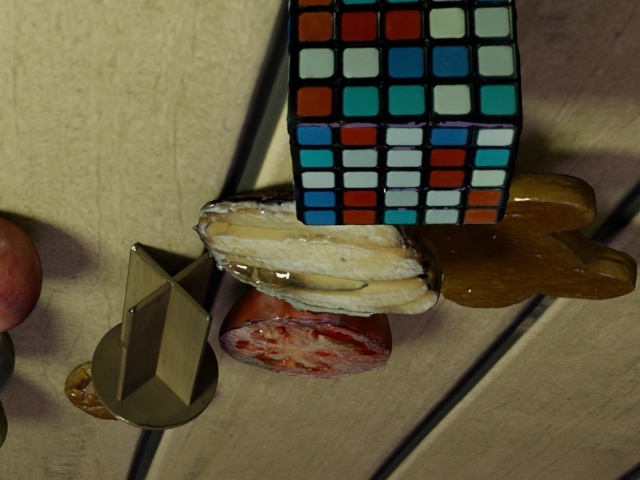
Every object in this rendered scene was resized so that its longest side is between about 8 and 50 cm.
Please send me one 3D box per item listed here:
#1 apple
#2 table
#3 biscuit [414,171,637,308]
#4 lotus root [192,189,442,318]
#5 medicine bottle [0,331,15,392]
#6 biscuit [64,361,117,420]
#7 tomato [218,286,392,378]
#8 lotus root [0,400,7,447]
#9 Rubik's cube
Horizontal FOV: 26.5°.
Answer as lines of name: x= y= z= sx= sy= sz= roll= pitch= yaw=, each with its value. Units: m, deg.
apple: x=-0.392 y=0.034 z=1.544 sx=0.153 sy=0.120 sz=0.153 roll=5 pitch=152 yaw=3
table: x=-0.195 y=0.109 z=1.678 sx=0.167 sy=0.167 sz=0.226 roll=5 pitch=145 yaw=-10
biscuit: x=0.172 y=-0.034 z=1.455 sx=0.283 sy=0.064 sz=0.432 roll=-5 pitch=153 yaw=34
lotus root: x=0.000 y=0.000 z=1.459 sx=0.329 sy=0.078 sz=0.167 roll=7 pitch=133 yaw=42
medicine bottle: x=-0.463 y=0.129 z=1.698 sx=0.135 sy=0.135 sz=0.215 roll=2 pitch=161 yaw=-3
biscuit: x=-0.275 y=0.228 z=2.029 sx=0.226 sy=0.042 sz=0.226 roll=1 pitch=153 yaw=0
tomato: x=-0.019 y=0.106 z=1.726 sx=0.225 sy=0.085 sz=0.225 roll=2 pitch=157 yaw=1
lotus root: x=-0.563 y=0.225 z=1.915 sx=0.173 sy=0.173 sz=0.309 roll=-10 pitch=145 yaw=20
Rubik's cube: x=0.067 y=-0.129 z=1.130 sx=0.187 sy=0.182 sz=0.184 roll=-1 pitch=155 yaw=4
